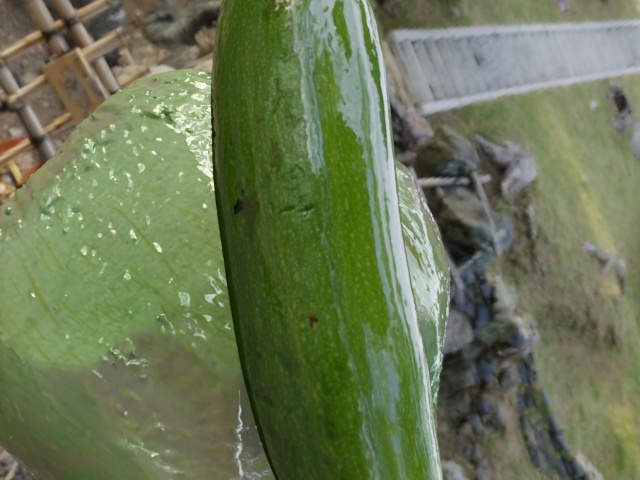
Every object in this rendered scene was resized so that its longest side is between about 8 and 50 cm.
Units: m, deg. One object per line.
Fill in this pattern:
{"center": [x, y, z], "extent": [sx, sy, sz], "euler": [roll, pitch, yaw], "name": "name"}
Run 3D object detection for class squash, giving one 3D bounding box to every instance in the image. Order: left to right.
{"center": [-0.002, -0.001, 0.367], "extent": [0.082, 0.082, 0.293], "euler": [23, 59, -73], "name": "squash"}

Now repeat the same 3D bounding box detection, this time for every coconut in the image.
{"center": [-0.050, 0.064, 0.559], "extent": [0.328, 0.281, 0.329], "euler": [13, 55, -19], "name": "coconut"}
